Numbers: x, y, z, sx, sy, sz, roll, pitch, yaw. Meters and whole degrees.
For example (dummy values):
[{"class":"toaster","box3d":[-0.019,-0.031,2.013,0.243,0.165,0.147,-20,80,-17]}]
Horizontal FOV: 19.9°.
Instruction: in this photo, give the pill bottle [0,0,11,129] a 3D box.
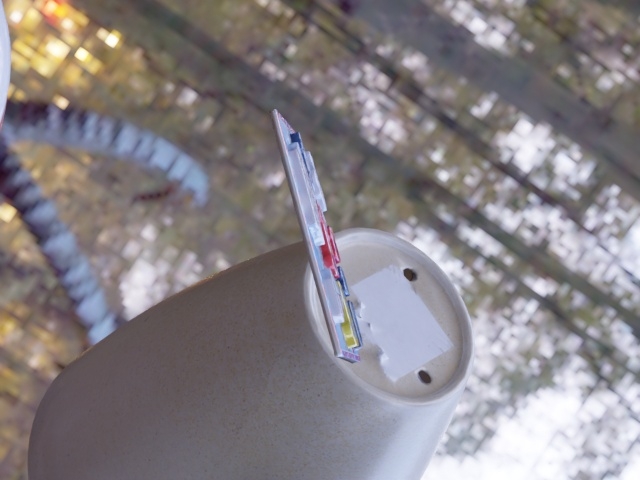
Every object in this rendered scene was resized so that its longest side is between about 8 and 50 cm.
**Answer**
[{"class":"pill bottle","box3d":[-0.264,0.015,0.786,0.363,0.210,0.210,117,-2,-50]}]

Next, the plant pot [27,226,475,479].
[{"class":"plant pot","box3d":[-0.023,0.113,1.225,0.274,0.256,0.256,-44,-164,44]}]

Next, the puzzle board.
[{"class":"puzzle board","box3d":[0.000,0.000,0.948,0.011,0.128,0.096,-16,173,4]}]
